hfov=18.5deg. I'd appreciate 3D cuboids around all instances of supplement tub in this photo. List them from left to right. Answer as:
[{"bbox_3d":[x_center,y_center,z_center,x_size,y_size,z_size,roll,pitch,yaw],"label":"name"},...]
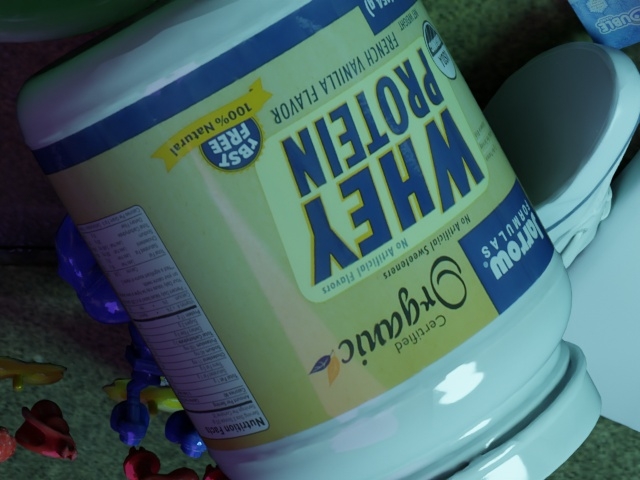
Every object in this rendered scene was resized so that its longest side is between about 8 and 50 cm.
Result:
[{"bbox_3d":[0.000,0.000,1.094,0.228,0.228,0.316,-24,102,31],"label":"supplement tub"}]

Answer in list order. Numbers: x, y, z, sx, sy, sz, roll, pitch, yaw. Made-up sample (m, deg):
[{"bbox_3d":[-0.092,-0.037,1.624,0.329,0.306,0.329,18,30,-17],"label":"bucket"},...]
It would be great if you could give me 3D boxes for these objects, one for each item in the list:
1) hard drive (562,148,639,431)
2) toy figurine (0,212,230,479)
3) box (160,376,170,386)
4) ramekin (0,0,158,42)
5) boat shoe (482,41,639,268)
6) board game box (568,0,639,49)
[{"bbox_3d":[0.292,0.009,1.234,0.233,0.047,0.353,23,134,-11],"label":"hard drive"},{"bbox_3d":[-0.044,0.046,1.247,0.362,0.191,0.217,12,103,-15],"label":"toy figurine"},{"bbox_3d":[-0.044,0.117,1.408,0.169,0.054,0.059,33,132,-20],"label":"box"},{"bbox_3d":[-0.171,-0.263,0.991,0.303,0.148,0.303,6,135,6],"label":"ramekin"},{"bbox_3d":[0.133,-0.029,1.213,0.084,0.095,0.258,1,148,-31],"label":"boat shoe"},{"bbox_3d":[0.180,-0.156,1.113,0.090,0.020,0.090,-19,128,28],"label":"board game box"}]
